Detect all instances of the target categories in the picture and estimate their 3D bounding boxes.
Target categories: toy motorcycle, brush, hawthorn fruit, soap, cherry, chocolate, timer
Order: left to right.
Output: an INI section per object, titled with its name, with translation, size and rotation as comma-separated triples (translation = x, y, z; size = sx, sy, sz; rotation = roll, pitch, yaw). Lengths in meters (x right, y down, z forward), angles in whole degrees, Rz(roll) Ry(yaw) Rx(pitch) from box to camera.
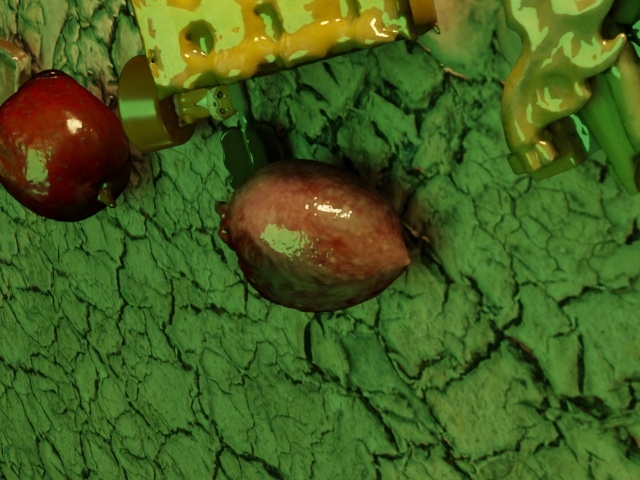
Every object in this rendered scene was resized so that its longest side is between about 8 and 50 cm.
[chocolate]
translation = -0.562, -0.249, 1.495
size = 0.156, 0.080, 0.254
rotation = 25, 127, 17
[hawthorn fruit]
translation = -0.386, -0.126, 1.300
size = 0.249, 0.215, 0.215
rotation = 37, 131, 18
[timer]
translation = -0.172, -0.186, 1.130
size = 0.152, 0.132, 0.132
rotation = 0, 110, 20
[brush]
translation = -0.095, -0.163, 1.063
size = 0.084, 0.071, 0.301
rotation = 8, 123, 36
[soap]
translation = -0.063, -0.329, 0.858
size = 0.293, 0.156, 0.335
rotation = -12, 101, 26
[cherry]
translation = 0.000, 0.000, 0.985
size = 0.249, 0.175, 0.192
rotation = 13, 126, 39
[toy motorcycle]
translation = 0.199, -0.222, 0.693
size = 0.237, 0.168, 0.410
rotation = -31, 85, 49
